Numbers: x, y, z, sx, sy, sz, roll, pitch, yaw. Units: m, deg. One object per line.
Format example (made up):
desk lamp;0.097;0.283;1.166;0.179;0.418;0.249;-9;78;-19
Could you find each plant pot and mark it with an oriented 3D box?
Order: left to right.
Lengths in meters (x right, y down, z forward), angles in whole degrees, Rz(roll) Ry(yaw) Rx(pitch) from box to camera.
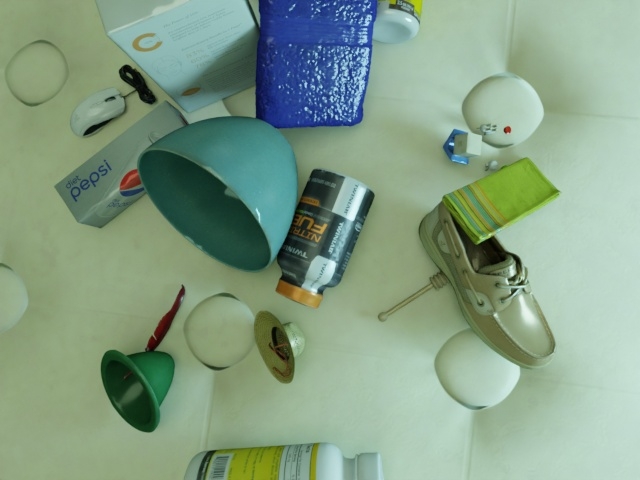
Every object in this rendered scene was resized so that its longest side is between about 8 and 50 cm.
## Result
plant pot;-0.153;-0.111;1.028;0.290;0.290;0.195;32;60;10

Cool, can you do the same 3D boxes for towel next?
towel;-0.011;-0.364;1.033;0.227;0.076;0.308;-6;117;-23
towel;0.329;-0.079;1.015;0.237;0.021;0.102;-25;72;-28

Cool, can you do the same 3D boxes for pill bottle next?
pill bottle;-0.056;0.453;0.980;0.333;0.188;0.188;-6;82;7
pill bottle;0.000;0.000;1.057;0.130;0.130;0.246;21;86;9
pill bottle;0.147;-0.509;1.106;0.117;0.117;0.215;7;84;8

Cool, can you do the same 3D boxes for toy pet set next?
toy pet set;0.299;-0.165;1.087;0.114;0.065;0.122;8;86;-27

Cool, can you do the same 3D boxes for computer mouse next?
computer mouse;-0.451;-0.287;1.193;0.193;0.042;0.106;-33;81;2

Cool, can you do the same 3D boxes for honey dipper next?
honey dipper;0.179;0.108;1.073;0.160;0.030;0.030;-35;80;4

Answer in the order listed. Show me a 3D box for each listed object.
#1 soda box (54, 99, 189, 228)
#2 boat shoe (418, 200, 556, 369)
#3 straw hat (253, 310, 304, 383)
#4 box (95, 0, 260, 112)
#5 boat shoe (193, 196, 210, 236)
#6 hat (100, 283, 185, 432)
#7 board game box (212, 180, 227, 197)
soda box;-0.382;-0.150;1.143;0.286;0.091;0.098;-37;81;2
boat shoe;0.304;0.074;1.001;0.121;0.110;0.341;-31;78;-25
straw hat;-0.065;0.192;1.073;0.061;0.144;0.145;-17;79;-34
box;-0.234;-0.400;1.026;0.214;0.345;0.168;-22;81;4
boat shoe;-0.241;-0.054;1.146;0.035;0.035;0.100;-5;77;-21
hat;-0.307;0.246;1.121;0.173;0.183;0.209;40;131;17
board game box;-0.206;-0.149;1.156;0.090;0.020;0.090;-42;82;1
